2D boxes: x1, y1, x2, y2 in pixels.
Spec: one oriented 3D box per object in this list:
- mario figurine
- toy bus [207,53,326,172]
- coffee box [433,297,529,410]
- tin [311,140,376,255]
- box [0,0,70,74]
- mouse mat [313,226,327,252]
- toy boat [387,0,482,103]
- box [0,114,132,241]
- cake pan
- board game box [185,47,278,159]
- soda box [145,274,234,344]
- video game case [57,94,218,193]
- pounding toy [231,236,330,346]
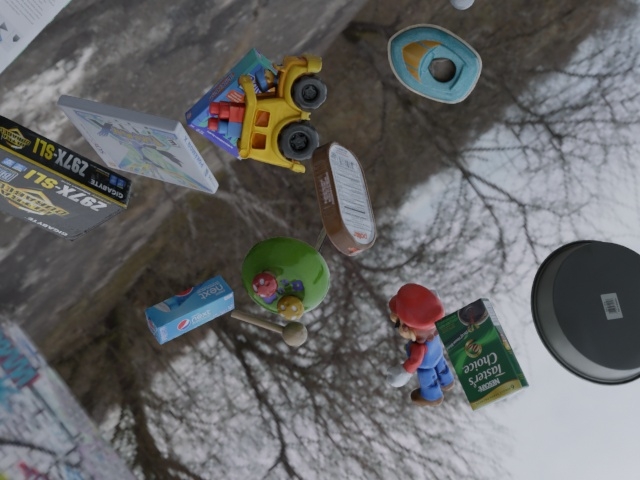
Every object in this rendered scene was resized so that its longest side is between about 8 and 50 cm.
[{"bbox_3d":[0.233,0.244,2.088,0.170,0.321,0.198,-11,-153,6],"label":"mario figurine"},{"bbox_3d":[-0.105,-0.256,1.617,0.149,0.211,0.220,-111,-149,-70],"label":"toy bus"},{"bbox_3d":[0.299,0.212,1.574,0.113,0.184,0.040,-31,159,27],"label":"coffee box"},{"bbox_3d":[0.037,-0.069,1.333,0.040,0.190,0.106,-26,156,36],"label":"tin"},{"bbox_3d":[-0.516,-0.398,1.276,0.058,0.232,0.322,2,-129,49],"label":"box"},{"bbox_3d":[0.000,0.000,2.126,0.190,0.007,0.152,-64,-174,-10],"label":"mouse mat"},{"bbox_3d":[0.329,-0.542,2.284,0.148,0.267,0.318,-61,174,-70],"label":"toy boat"},{"bbox_3d":[-0.613,-0.125,1.834,0.257,0.322,0.079,-24,-131,42],"label":"box"},{"bbox_3d":[0.550,0.130,1.623,0.293,0.293,0.054,-38,173,-21],"label":"cake pan"},{"bbox_3d":[-0.155,-0.283,1.776,0.210,0.160,0.047,-40,-136,21],"label":"board game box"},{"bbox_3d":[-0.320,0.168,2.076,0.210,0.071,0.067,-25,142,-24],"label":"soda box"},{"bbox_3d":[-0.441,-0.232,2.072,0.300,0.329,0.036,65,43,-62],"label":"video game case"},{"bbox_3d":[-0.086,0.117,1.690,0.110,0.183,0.237,-71,180,-58],"label":"pounding toy"}]
